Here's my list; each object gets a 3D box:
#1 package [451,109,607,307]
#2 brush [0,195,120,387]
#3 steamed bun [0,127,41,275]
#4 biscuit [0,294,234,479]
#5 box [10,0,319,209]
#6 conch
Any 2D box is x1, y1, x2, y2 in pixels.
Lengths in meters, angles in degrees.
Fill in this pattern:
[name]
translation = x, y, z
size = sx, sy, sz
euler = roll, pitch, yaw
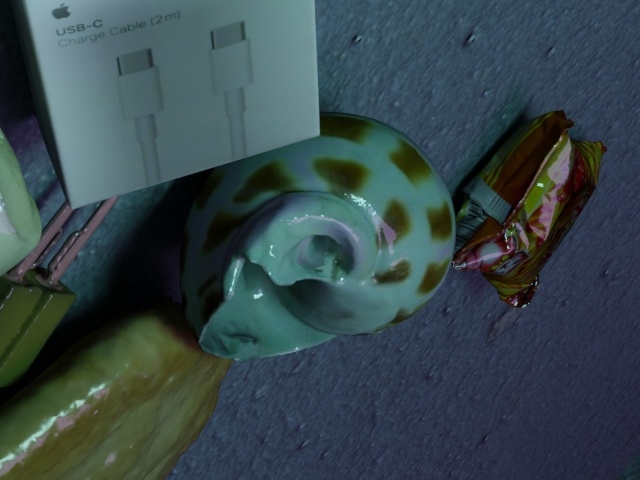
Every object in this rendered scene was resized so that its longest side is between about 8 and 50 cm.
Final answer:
[package]
translation = 0.236, -0.045, 2.269
size = 0.223, 0.108, 0.288
euler = -55, 164, 2
[brush]
translation = -0.229, 0.018, 1.637
size = 0.233, 0.047, 0.103
euler = -54, 157, 11
[steamed bun]
translation = -0.315, -0.032, 1.309
size = 0.225, 0.170, 0.200
euler = -33, 125, 5
[biscuit]
translation = -0.249, 0.235, 1.831
size = 0.446, 0.104, 0.429
euler = -38, 162, -24
[box]
translation = -0.111, -0.154, 1.425
size = 0.203, 0.106, 0.252
euler = -16, 146, -10
[conch]
translation = 0.000, 0.000, 1.810
size = 0.249, 0.197, 0.368
euler = -41, 149, 10
